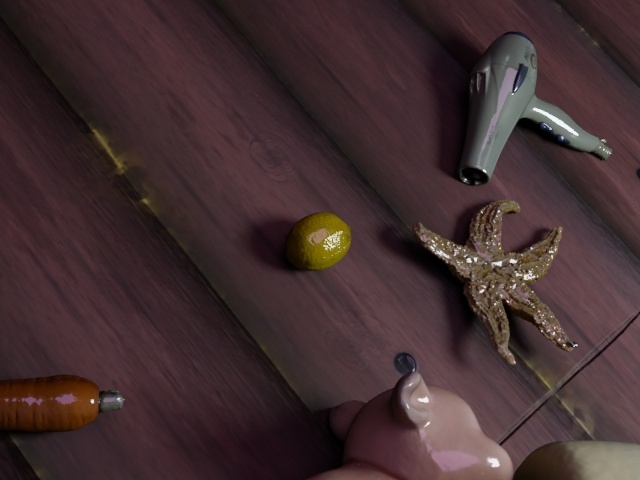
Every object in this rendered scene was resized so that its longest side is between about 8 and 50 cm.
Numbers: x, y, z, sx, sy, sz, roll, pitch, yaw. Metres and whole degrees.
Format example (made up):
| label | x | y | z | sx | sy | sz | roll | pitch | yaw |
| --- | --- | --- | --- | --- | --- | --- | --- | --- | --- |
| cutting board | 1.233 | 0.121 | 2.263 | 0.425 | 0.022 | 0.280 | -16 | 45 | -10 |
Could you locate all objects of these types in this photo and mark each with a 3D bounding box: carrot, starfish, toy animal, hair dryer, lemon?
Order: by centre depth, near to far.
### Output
| label | x | y | z | sx | sy | sz | roll | pitch | yaw |
| --- | --- | --- | --- | --- | --- | --- | --- | --- | --- |
| carrot | -0.400 | 0.192 | 1.067 | 0.335 | 0.069 | 0.069 | 1 | 60 | -13 |
| toy animal | 0.078 | 0.314 | 1.097 | 0.326 | 0.237 | 0.269 | -12 | 77 | -24 |
| lemon | 0.000 | 0.000 | 1.321 | 0.110 | 0.082 | 0.082 | -27 | 73 | -24 |
| starfish | 0.285 | 0.060 | 1.408 | 0.299 | 0.060 | 0.303 | 3 | 54 | -27 |
| hair dryer | 0.346 | -0.179 | 1.566 | 0.298 | 0.119 | 0.296 | 47 | 61 | -5 |

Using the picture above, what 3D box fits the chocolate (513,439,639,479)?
| label | x | y | z | sx | sy | sz | roll | pitch | yaw |
| --- | --- | --- | --- | --- | --- | --- | --- | --- | --- |
| chocolate | 0.340 | 0.393 | 1.106 | 0.296 | 0.326 | 0.314 | 7 | 59 | 2 |
